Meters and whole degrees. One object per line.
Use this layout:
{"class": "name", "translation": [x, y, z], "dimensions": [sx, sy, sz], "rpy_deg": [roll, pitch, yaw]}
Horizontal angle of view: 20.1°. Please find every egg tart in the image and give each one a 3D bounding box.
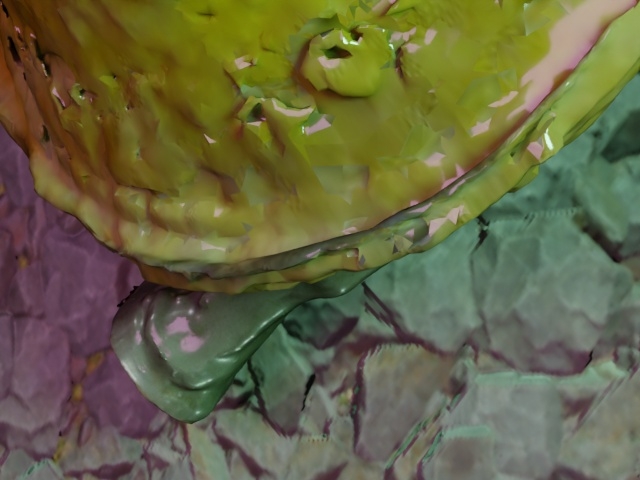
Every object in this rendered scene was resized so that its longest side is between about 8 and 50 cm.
{"class": "egg tart", "translation": [-0.016, -0.193, 0.739], "dimensions": [0.443, 0.178, 0.443], "rpy_deg": [-18, 61, 36]}

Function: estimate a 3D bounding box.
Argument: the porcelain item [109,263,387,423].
{"class": "porcelain item", "translation": [0.000, 0.000, 0.813], "dimensions": [0.215, 0.081, 0.069], "rpy_deg": [-36, 96, 29]}
